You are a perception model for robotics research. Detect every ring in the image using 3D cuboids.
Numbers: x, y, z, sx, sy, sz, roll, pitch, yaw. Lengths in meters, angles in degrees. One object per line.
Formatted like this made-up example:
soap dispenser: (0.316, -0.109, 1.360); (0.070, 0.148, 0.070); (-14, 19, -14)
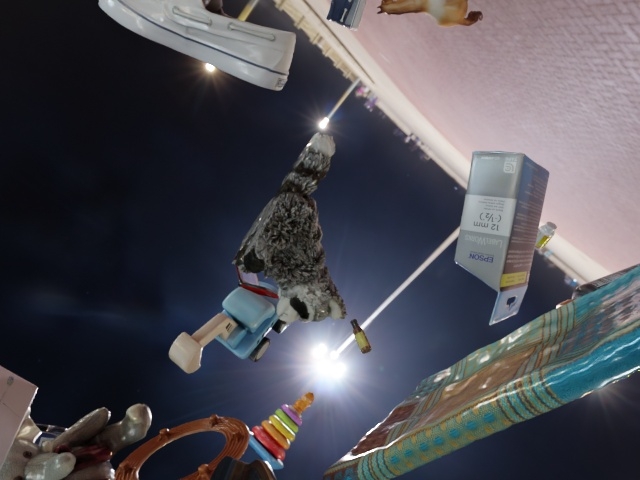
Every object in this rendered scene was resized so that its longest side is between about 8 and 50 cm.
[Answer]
ring: (-0.345, 0.528, 1.040); (0.336, 0.337, 0.032); (-31, -71, -72)

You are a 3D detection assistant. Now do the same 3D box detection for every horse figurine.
horse figurine: (0.286, -0.588, 1.017); (0.263, 0.174, 0.066); (21, 159, -5)

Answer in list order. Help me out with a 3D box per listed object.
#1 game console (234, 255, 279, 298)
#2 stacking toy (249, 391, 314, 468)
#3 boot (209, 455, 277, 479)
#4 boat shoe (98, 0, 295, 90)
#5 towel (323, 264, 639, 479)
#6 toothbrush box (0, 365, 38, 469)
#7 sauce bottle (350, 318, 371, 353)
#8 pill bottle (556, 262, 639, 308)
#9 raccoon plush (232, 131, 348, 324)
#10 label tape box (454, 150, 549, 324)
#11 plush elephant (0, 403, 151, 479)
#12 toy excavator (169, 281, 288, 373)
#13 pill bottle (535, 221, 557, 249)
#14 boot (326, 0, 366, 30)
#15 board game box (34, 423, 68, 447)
game console: (-0.181, 0.111, 1.221); (0.124, 0.085, 0.144); (9, 166, 19)
stacking toy: (-0.135, 0.716, 1.637); (0.166, 0.302, 0.175); (31, 156, 33)
boot: (-0.033, 0.257, 0.380); (0.106, 0.082, 0.219); (30, 156, -15)
boat shoe: (-0.154, -0.286, 0.541); (0.258, 0.084, 0.095); (22, -153, -6)
towel: (0.192, 0.116, 0.404); (0.271, 0.370, 0.040); (-5, -122, -55)
toothbrush box: (-0.532, 0.272, 0.507); (0.216, 0.126, 0.295); (54, -170, -34)
sauce bottle: (0.142, 0.341, 1.491); (0.042, 0.042, 0.128); (23, -146, -46)
pill bottle: (0.669, 0.139, 0.930); (0.130, 0.246, 0.130); (-22, -90, -86)
raccoon plush: (0.000, 0.000, 1.029); (0.299, 0.446, 0.216); (33, -170, -16)
label tape box: (0.404, -0.006, 0.936); (0.115, 0.347, 0.249); (15, -172, 38)
plush elephant: (-0.524, 0.457, 0.810); (0.255, 0.330, 0.271); (76, -177, -55)
toy excavator: (-0.316, 0.299, 1.496); (0.222, 0.433, 0.445); (33, 157, 17)
pill bottle: (0.648, -0.015, 1.206); (0.043, 0.083, 0.043); (8, -135, -8)
boot: (0.077, -0.610, 0.989); (0.086, 0.190, 0.069); (16, -146, -5)
board game box: (-0.696, 0.472, 0.998); (0.194, 0.194, 0.060); (11, -116, -12)
